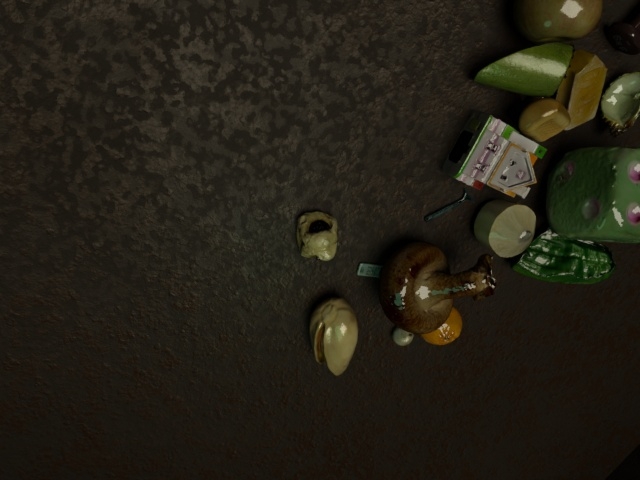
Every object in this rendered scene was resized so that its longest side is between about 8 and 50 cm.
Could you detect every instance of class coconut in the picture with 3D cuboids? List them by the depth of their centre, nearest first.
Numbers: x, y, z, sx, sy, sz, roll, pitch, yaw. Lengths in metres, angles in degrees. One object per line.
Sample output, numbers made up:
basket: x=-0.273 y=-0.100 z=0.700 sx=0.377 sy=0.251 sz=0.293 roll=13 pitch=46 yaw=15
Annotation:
coconut: x=0.681 y=-0.044 z=1.875 sx=0.202 sy=0.222 sz=0.202 roll=-5 pitch=109 yaw=-14

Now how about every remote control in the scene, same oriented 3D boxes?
remote control: x=0.197 y=0.111 z=1.916 sx=0.125 sy=0.018 sz=0.053 roll=8 pitch=111 yaw=-20

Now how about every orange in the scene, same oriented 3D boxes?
orange: x=0.467 y=0.325 z=2.019 sx=0.178 sy=0.155 sz=0.177 roll=-7 pitch=106 yaw=-24

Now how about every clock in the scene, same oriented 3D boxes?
clock: x=0.619 y=-0.276 z=1.790 sx=0.310 sy=0.166 sz=0.235 roll=22 pitch=105 yaw=-16

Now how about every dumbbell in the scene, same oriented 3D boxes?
dumbbell: x=1.096 y=-0.754 z=1.737 sx=0.140 sy=0.124 sz=0.225 roll=37 pitch=99 yaw=-27

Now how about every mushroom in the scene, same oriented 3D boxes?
mushroom: x=0.396 y=0.188 z=1.835 sx=0.334 sy=0.356 sz=0.330 roll=-25 pitch=129 yaw=-36
mushroom: x=0.331 y=0.380 z=2.052 sx=0.085 sy=0.085 sz=0.079 roll=-40 pitch=152 yaw=3

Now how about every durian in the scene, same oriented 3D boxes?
durian: x=1.093 y=-0.495 z=1.845 sx=0.145 sy=0.139 sz=0.252 roll=21 pitch=106 yaw=-19

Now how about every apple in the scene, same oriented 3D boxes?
apple: x=0.722 y=-0.730 z=1.568 sx=0.257 sy=0.257 sz=0.233 roll=0 pitch=99 yaw=-16

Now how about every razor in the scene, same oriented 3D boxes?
razor: x=0.469 y=-0.117 z=1.889 sx=0.190 sy=0.033 sz=0.066 roll=-29 pitch=73 yaw=1

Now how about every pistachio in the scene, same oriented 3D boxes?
pistachio: x=0.052 y=0.346 z=1.896 sx=0.188 sy=0.187 sz=0.299 roll=-6 pitch=121 yaw=-14

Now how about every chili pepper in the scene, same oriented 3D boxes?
chili pepper: x=0.952 y=0.073 z=2.042 sx=0.385 sy=0.213 sz=0.167 roll=8 pitch=156 yaw=1

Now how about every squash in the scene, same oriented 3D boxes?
squash: x=0.650 y=-0.574 z=1.659 sx=0.261 sy=0.189 sz=0.189 roll=17 pitch=109 yaw=6

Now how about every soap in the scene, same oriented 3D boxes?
soap: x=0.889 y=-0.523 z=1.760 sx=0.160 sy=0.080 sz=0.257 roll=-26 pitch=134 yaw=-17

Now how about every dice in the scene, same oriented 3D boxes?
dice: x=1.032 y=-0.159 z=1.837 sx=0.323 sy=0.318 sz=0.330 roll=3 pitch=89 yaw=-19

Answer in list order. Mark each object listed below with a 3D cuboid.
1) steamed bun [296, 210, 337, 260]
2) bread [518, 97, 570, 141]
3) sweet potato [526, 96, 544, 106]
steamed bun: x=0.000 y=0.000 z=1.732 sx=0.141 sy=0.155 sz=0.172 roll=-7 pitch=114 yaw=-12
bread: x=0.744 y=-0.411 z=1.722 sx=0.147 sy=0.098 sz=0.217 roll=-28 pitch=161 yaw=29
sweet potato: x=0.771 y=-0.514 z=1.786 sx=0.059 sy=0.067 sz=0.281 roll=31 pitch=111 yaw=12
